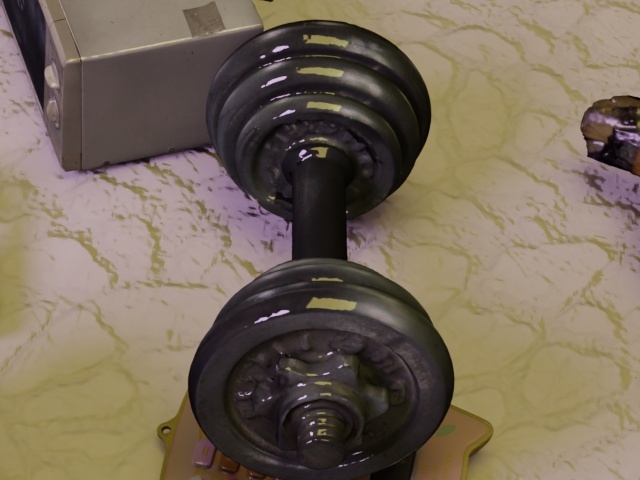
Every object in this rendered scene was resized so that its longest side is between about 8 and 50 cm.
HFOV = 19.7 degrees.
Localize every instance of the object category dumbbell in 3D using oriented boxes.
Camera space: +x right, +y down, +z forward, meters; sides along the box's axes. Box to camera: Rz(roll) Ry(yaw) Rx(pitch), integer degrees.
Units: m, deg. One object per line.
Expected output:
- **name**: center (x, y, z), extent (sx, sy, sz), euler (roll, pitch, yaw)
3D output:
- **dumbbell**: center (0.000, 0.000, 1.319), extent (0.179, 0.179, 0.406), euler (5, 43, -4)

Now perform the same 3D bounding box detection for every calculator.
- **calculator**: center (-0.002, 0.161, 1.309), extent (0.236, 0.033, 0.157), euler (12, 52, 5)

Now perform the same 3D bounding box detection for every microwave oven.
- **microwave oven**: center (-0.157, -0.198, 1.498), extent (0.194, 0.145, 0.240), euler (-11, 54, -20)

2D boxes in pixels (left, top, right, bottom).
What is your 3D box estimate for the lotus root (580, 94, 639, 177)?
- **lotus root**: center (0.343, -0.030, 1.432), extent (0.310, 0.183, 0.183), euler (35, 55, 25)
